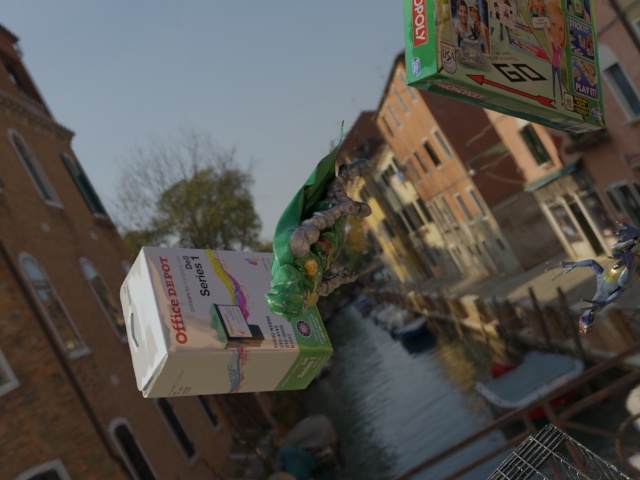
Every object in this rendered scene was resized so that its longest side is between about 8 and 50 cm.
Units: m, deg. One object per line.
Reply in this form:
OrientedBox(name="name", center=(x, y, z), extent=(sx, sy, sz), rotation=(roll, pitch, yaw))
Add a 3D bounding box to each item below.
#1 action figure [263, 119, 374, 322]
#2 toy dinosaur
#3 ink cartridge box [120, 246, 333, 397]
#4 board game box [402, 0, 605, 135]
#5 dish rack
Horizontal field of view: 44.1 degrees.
OrientedBox(name="action figure", center=(0.000, 0.000, 0.695), extent=(0.063, 0.137, 0.232), rotation=(7, 31, 15))
OrientedBox(name="toy dinosaur", center=(0.193, 0.030, 0.511), extent=(0.090, 0.047, 0.082), rotation=(-3, -37, 13))
OrientedBox(name="ink cartridge box", center=(-0.148, 0.124, 1.230), extent=(0.278, 0.201, 0.117), rotation=(4, -42, -32))
OrientedBox(name="board game box", center=(0.210, -0.248, 0.884), extent=(0.317, 0.214, 0.046), rotation=(5, -10, -42))
OrientedBox(name="dish rack", center=(0.339, 0.382, 1.137), extent=(0.208, 0.074, 0.271), rotation=(-43, 15, -5))
